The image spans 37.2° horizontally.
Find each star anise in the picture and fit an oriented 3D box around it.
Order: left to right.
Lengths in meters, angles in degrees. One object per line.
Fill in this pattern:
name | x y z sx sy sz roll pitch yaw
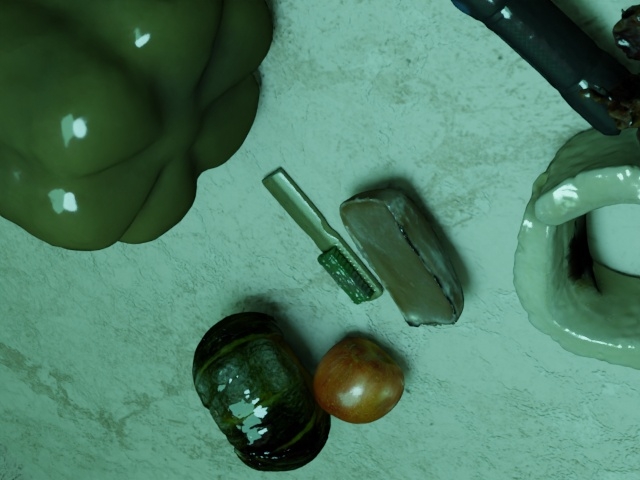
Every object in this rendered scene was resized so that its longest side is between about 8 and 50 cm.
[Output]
star anise | 0.398 -0.184 1.068 0.220 0.190 0.126 33 180 -23

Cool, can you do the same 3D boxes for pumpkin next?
pumpkin | -0.110 0.285 1.774 0.192 0.320 0.320 -32 109 1

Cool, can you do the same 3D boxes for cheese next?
cheese | 0.405 0.004 1.241 0.292 0.153 0.332 8 130 31

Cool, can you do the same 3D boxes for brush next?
brush | 0.000 0.000 1.613 0.054 0.048 0.282 -29 105 44

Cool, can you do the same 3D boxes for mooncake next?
mooncake | -0.280 -0.202 1.328 0.262 0.467 0.467 29 138 15

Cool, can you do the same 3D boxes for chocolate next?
chocolate | 0.142 0.017 1.496 0.161 0.083 0.261 0 127 57

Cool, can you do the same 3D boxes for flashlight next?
flashlight | 0.220 -0.281 1.132 0.424 0.103 0.103 39 140 -14

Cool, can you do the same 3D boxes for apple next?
apple | 0.065 0.254 1.697 0.163 0.163 0.139 38 99 2
